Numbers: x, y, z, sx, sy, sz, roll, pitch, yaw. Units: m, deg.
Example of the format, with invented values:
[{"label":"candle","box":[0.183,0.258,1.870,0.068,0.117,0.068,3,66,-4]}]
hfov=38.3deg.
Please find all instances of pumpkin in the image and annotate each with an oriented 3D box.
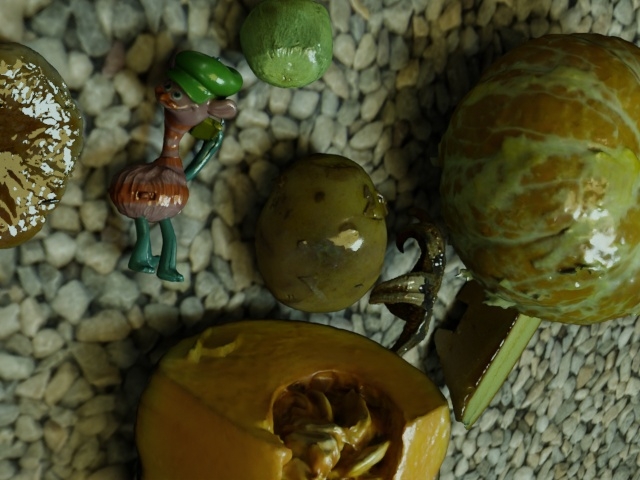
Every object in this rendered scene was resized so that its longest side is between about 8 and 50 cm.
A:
[{"label":"pumpkin","box":[-0.033,0.221,0.929,0.303,0.256,0.225,-1,115,-30]}]

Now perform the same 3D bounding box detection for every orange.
[{"label":"orange","box":[0.275,-0.068,1.025,0.329,0.249,0.329,2,87,-45]}]

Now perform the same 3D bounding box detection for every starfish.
[{"label":"starfish","box":[0.099,0.047,1.035,0.146,0.074,0.190,95,14,-45]}]

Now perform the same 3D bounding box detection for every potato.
[{"label":"potato","box":[0.000,0.000,0.942,0.137,0.137,0.175,-18,118,-30]}]

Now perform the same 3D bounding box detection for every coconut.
[{"label":"coconut","box":[-0.031,-0.188,0.859,0.088,0.096,0.087,-7,145,-5]}]

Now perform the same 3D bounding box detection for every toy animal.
[{"label":"toy animal","box":[-0.130,-0.067,0.841,0.103,0.100,0.208,8,98,-62]}]

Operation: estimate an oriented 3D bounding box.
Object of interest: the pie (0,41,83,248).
[{"label":"pie","box":[-0.284,-0.070,0.744,0.195,0.046,0.195,-17,122,-30]}]

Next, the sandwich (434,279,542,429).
[{"label":"sandwich","box":[0.217,0.119,1.192,0.244,0.088,0.090,-59,141,-4]}]
